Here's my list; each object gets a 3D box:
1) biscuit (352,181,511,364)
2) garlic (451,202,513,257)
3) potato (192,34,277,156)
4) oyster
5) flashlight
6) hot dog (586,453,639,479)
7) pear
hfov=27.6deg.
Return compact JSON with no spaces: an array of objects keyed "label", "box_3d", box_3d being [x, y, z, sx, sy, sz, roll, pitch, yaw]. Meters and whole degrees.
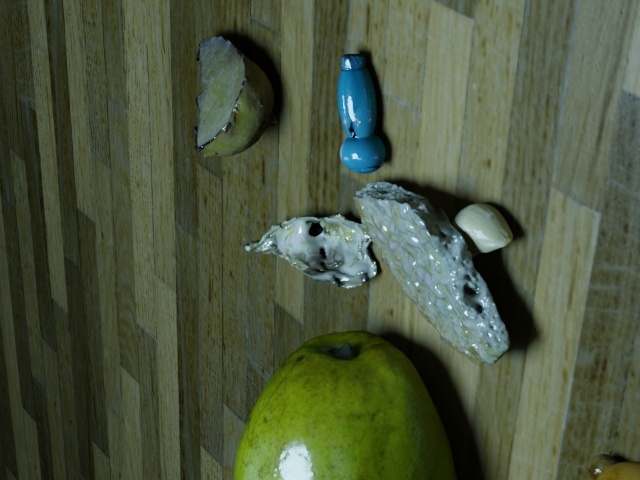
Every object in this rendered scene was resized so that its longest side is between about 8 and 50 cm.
[{"label":"biscuit","box_3d":[0.114,0.023,1.355,0.265,0.040,0.188,51,162,31]},{"label":"garlic","box_3d":[0.159,-0.010,1.305,0.053,0.041,0.083,56,157,1]},{"label":"potato","box_3d":[-0.091,-0.178,1.570,0.100,0.089,0.172,-36,43,37]},{"label":"oyster","box_3d":[-0.002,0.001,1.554,0.200,0.061,0.106,31,113,42]},{"label":"flashlight","box_3d":[0.043,-0.136,1.404,0.051,0.051,0.129,14,112,53]},{"label":"hot dog","box_3d":[0.302,0.248,1.215,0.140,0.060,0.090,9,113,44]},{"label":"pear","box_3d":[0.029,0.262,1.460,0.253,0.252,0.307,17,110,52]}]
